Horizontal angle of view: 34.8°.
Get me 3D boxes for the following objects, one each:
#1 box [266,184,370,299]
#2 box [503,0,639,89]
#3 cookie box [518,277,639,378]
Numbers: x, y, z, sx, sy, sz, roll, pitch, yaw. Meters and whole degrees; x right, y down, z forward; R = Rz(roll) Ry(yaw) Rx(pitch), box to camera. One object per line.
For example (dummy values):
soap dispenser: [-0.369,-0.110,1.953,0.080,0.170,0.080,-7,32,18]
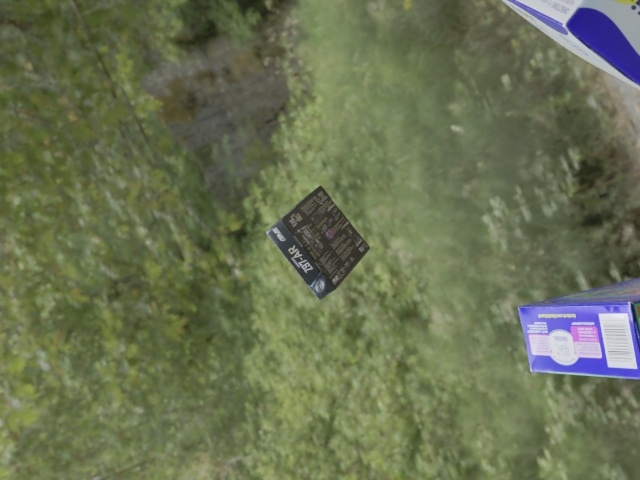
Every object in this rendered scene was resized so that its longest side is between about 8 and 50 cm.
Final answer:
box: [0.000,0.000,0.795,0.067,0.018,0.083,51,-149,-5]
box: [0.181,-0.168,0.575,0.072,0.137,0.126,32,-166,-20]
cookie box: [0.177,0.042,0.544,0.092,0.107,0.040,-10,90,64]
